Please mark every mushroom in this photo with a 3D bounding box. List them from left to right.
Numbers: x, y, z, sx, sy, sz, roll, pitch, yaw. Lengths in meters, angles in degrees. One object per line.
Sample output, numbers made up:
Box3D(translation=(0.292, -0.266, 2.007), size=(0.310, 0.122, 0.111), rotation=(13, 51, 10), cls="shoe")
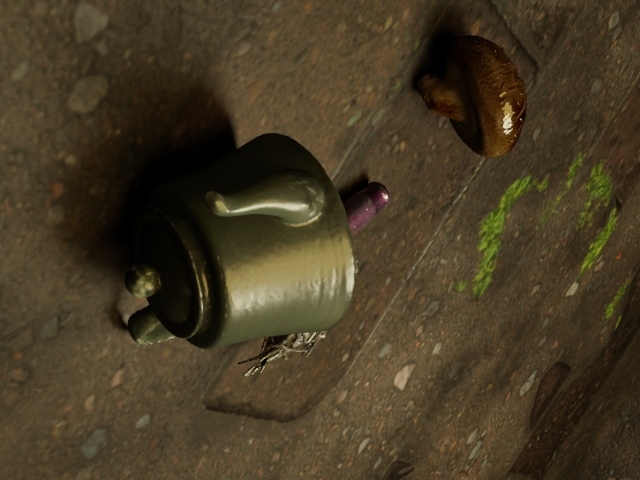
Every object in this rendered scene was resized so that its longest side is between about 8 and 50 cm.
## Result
Box3D(translation=(0.155, -0.141, 0.970), size=(0.085, 0.109, 0.126), rotation=(-51, 164, -18), cls="mushroom")

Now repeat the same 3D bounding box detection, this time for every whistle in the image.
Box3D(translation=(0.000, 0.000, 0.945), size=(0.176, 0.033, 0.033), rotation=(-38, 144, -27), cls="whistle")

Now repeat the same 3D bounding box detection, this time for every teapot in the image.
Box3D(translation=(-0.082, 0.019, 0.759), size=(0.149, 0.162, 0.239), rotation=(-20, 163, -33), cls="teapot")

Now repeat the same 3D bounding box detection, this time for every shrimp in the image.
Box3D(translation=(-0.018, 0.074, 0.967), size=(0.165, 0.056, 0.065), rotation=(-49, 164, -30), cls="shrimp")
